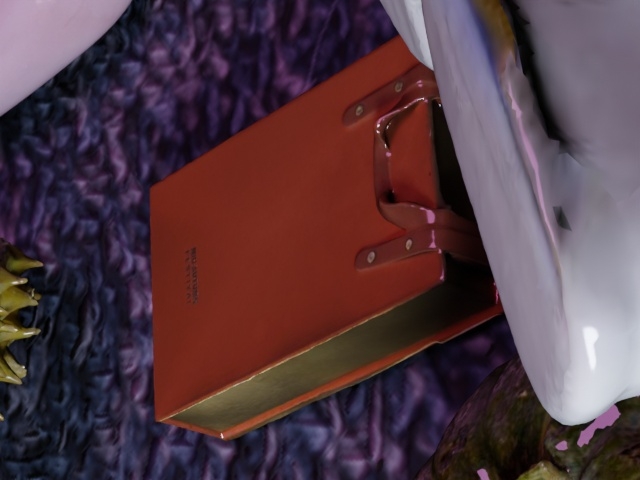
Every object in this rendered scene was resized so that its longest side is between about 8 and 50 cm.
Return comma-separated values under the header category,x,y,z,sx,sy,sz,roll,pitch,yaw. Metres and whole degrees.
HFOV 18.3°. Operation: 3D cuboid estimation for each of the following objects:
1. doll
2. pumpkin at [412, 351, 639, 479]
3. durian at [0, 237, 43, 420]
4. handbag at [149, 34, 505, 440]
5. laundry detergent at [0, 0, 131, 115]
category,x,y,z,sx,sy,sz,roll,pitch,yaw
doll,0.200,-0.110,0.506,0.423,0.161,0.348,2,68,12
pumpkin,0.106,0.130,0.650,0.224,0.157,0.223,-32,48,45
durian,-0.237,0.075,1.044,0.305,0.185,0.195,-24,30,45
handbag,0.000,0.000,0.891,0.190,0.063,0.127,-27,55,39
laundry detergent,-0.177,-0.146,1.118,0.335,0.088,0.159,-28,54,34
